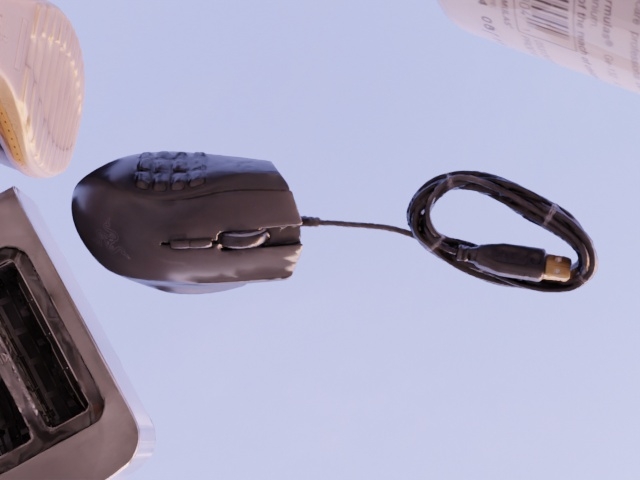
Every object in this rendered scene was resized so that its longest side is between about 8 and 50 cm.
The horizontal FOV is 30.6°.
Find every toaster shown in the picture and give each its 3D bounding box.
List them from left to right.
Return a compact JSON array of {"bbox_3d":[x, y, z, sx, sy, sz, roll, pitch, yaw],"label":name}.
[{"bbox_3d":[-0.186,0.084,0.586,0.168,0.110,0.185,-28,-95,-9],"label":"toaster"}]

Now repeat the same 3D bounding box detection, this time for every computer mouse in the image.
[{"bbox_3d":[0.000,0.000,0.522,0.242,0.041,0.071,3,-64,12],"label":"computer mouse"}]

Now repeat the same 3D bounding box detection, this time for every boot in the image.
[{"bbox_3d":[-0.248,-0.106,0.615,0.207,0.248,0.090,9,-102,9],"label":"boot"}]

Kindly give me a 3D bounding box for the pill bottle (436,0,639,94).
[{"bbox_3d":[0.167,-0.109,0.442,0.229,0.131,0.131,27,-76,29],"label":"pill bottle"}]
